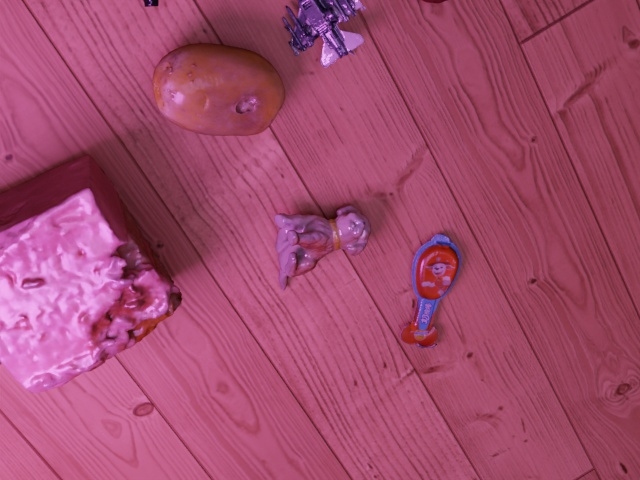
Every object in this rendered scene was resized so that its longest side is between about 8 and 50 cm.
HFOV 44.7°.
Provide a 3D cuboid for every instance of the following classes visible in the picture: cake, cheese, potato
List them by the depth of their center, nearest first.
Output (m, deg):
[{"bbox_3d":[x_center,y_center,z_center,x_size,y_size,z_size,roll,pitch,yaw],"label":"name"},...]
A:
[{"bbox_3d":[-0.437,0.055,1.339,0.314,0.293,0.307,-28,114,-8],"label":"cake"},{"bbox_3d":[-0.176,-0.268,1.365,0.234,0.146,0.150,2,152,-25],"label":"potato"},{"bbox_3d":[0.230,0.109,1.626,0.106,0.037,0.256,7,106,-12],"label":"cheese"}]

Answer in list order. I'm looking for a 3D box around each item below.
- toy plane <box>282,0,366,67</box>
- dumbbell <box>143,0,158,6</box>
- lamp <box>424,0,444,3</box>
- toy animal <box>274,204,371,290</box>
[{"bbox_3d":[-0.012,-0.411,1.384,0.160,0.082,0.234,-28,114,27],"label":"toy plane"},{"bbox_3d":[-0.278,-0.569,1.220,0.185,0.185,0.388,-4,110,-10],"label":"dumbbell"},{"bbox_3d":[0.212,-0.476,1.401,0.101,0.090,0.101,-9,144,-7],"label":"lamp"},{"bbox_3d":[0.006,0.014,1.534,0.185,0.104,0.184,-17,141,-24],"label":"toy animal"}]
